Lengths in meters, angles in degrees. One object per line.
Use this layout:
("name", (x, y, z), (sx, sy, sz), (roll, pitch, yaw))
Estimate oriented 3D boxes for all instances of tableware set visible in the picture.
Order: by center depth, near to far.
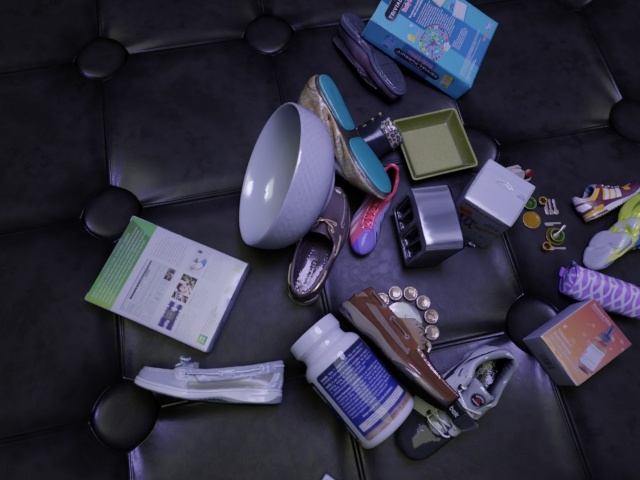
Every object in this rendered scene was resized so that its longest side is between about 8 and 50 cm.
("tableware set", (0.593, -0.046, 1.138), (0.104, 0.024, 0.154), (-2, 73, -2))

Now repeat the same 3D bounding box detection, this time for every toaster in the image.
("toaster", (0.261, -0.032, 1.039), (0.110, 0.186, 0.168), (-6, 73, -14))

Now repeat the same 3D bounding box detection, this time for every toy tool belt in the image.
("toy tool belt", (0.526, -0.183, 1.167), (0.083, 0.052, 0.051), (-13, 29, -11))

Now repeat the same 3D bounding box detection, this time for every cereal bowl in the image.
("cereal bowl", (-0.067, -0.137, 1.011), (0.141, 0.339, 0.339), (15, 69, -29))

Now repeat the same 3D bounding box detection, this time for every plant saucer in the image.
("plant saucer", (0.310, -0.259, 1.187), (0.188, 0.045, 0.188), (-14, 74, -6))

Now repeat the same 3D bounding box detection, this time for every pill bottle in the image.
("pill bottle", (0.063, 0.300, 0.942), (0.153, 0.153, 0.265), (-40, 78, -13))

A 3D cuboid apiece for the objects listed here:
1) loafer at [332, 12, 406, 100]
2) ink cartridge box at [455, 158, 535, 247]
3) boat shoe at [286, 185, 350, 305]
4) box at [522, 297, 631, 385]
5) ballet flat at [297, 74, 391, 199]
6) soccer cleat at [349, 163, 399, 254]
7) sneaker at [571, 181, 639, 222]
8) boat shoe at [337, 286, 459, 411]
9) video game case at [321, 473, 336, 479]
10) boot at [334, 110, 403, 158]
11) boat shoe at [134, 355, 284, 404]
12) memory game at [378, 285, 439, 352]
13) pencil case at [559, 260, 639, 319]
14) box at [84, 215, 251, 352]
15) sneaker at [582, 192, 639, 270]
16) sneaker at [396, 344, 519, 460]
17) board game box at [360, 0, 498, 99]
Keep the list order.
("loafer", (0.140, -0.520, 1.256), (0.109, 0.095, 0.303), (-23, 77, -40))
("ink cartridge box", (0.410, -0.087, 1.065), (0.128, 0.176, 0.127), (34, 74, 9))
("boat shoe", (0.000, 0.000, 1.066), (0.116, 0.097, 0.324), (20, 73, 4))
("box", (0.599, 0.239, 1.011), (0.170, 0.091, 0.130), (-31, 76, -11))
("ballet flat", (0.051, -0.238, 1.064), (0.123, 0.123, 0.349), (-29, 87, -10))
("soccer cleat", (0.139, -0.083, 1.096), (0.083, 0.095, 0.248), (24, 72, 2))
("sneaker", (0.763, -0.125, 1.145), (0.185, 0.069, 0.084), (-29, 80, -11))
("boat shoe", (0.179, 0.220, 0.948), (0.120, 0.123, 0.324), (-40, 60, -12))
("video game case", (0.046, 0.651, 0.896), (0.227, 0.026, 0.206), (33, 74, 9))
("boot", (0.089, -0.296, 1.155), (0.178, 0.085, 0.236), (-36, 83, 1))
("boat shoe", (-0.241, 0.306, 0.956), (0.320, 0.118, 0.103), (6, 66, -4))
("memory game", (0.201, 0.202, 1.052), (0.186, 0.012, 0.186), (1, 73, -2))
("pencil case", (0.697, 0.125, 1.058), (0.206, 0.088, 0.086), (22, 106, 5))
("box", (-0.364, 0.103, 1.045), (0.322, 0.058, 0.232), (23, 73, 4))
("sneaker", (0.789, 0.002, 1.094), (0.126, 0.091, 0.240), (37, 97, -18))
("sneaker", (0.300, 0.347, 0.942), (0.330, 0.146, 0.122), (-42, 79, -12))
("board game box", (0.318, -0.606, 1.237), (0.336, 0.079, 0.254), (30, 72, -9))
